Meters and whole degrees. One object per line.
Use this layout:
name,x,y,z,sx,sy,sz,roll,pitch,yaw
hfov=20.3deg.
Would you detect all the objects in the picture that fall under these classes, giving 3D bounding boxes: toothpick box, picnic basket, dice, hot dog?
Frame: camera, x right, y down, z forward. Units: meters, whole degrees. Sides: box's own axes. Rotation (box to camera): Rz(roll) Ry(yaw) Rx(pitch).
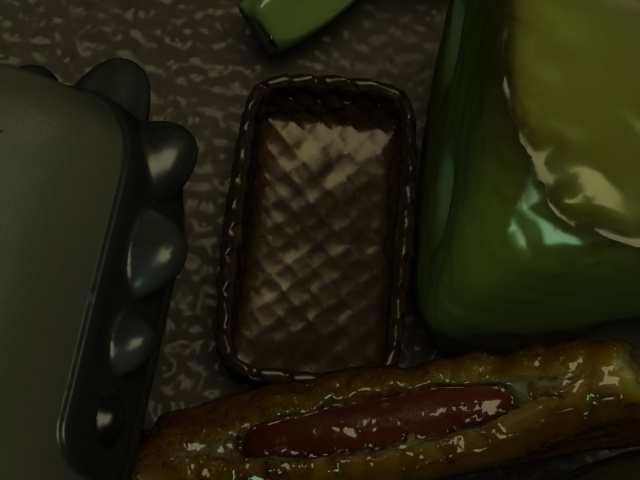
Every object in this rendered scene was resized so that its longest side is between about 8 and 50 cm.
toothpick box,-0.174,0.047,0.900,0.229,0.229,0.316,13,66,-2
picnic basket,0.000,0.000,1.027,0.110,0.055,0.193,5,65,4
dice,0.184,-0.047,0.979,0.238,0.227,0.233,9,66,-4
hot dog,0.032,0.099,0.938,0.289,0.083,0.068,-12,75,9

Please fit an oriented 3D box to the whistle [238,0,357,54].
whistle,0.064,-0.231,1.113,0.294,0.141,0.141,-35,75,-1

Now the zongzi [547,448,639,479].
zongzi,0.128,0.355,0.876,0.500,0.218,0.467,-17,97,-28
